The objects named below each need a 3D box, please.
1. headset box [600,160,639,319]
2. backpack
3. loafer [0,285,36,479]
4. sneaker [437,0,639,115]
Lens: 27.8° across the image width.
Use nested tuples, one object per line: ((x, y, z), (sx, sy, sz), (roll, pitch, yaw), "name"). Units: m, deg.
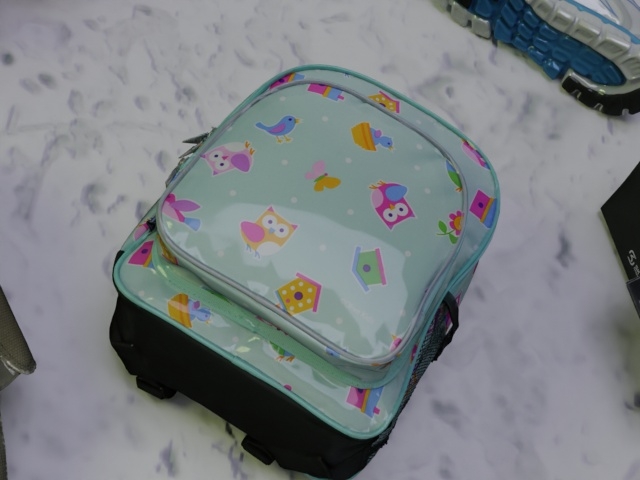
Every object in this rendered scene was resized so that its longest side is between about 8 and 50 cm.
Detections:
((0.318, 0.036, 0.753), (0.293, 0.110, 0.218), (-6, 64, -21), "headset box")
((0.000, 0.000, 0.656), (0.166, 0.144, 0.188), (30, 54, 7), "backpack")
((-0.187, 0.049, 0.610), (0.087, 0.094, 0.251), (12, 65, -40), "loafer")
((0.147, -0.163, 0.845), (0.191, 0.071, 0.083), (38, 51, -4), "sneaker")
